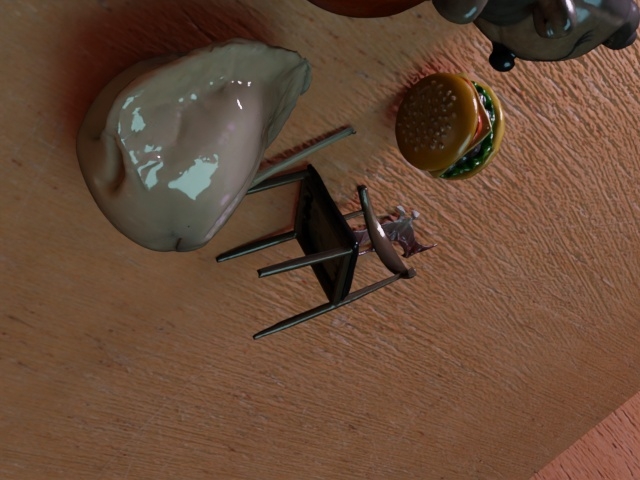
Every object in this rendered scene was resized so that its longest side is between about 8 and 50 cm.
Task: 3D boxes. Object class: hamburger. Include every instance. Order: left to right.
[{"bbox_3d":[0.188,-0.167,1.812,0.115,0.162,0.162,13,125,-47],"label":"hamburger"}]

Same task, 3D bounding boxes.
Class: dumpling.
[{"bbox_3d":[-0.138,-0.118,1.539,0.315,0.233,0.395,-28,161,-14],"label":"dumpling"}]

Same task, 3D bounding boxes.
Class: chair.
[{"bbox_3d":[0.000,0.000,1.843,0.272,0.188,0.166,-16,144,-20],"label":"chair"}]

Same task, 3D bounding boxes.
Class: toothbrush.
[{"bbox_3d":[-0.076,-0.099,1.784,0.294,0.028,0.026,-23,167,-15],"label":"toothbrush"}]

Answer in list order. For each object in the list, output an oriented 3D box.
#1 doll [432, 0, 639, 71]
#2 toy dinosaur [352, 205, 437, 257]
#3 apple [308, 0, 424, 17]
[{"bbox_3d":[0.306,-0.387,1.555,0.382,0.252,0.378,4,132,-52],"label":"doll"},{"bbox_3d":[0.115,-0.009,2.063,0.220,0.032,0.108,12,130,-36],"label":"toy dinosaur"},{"bbox_3d":[0.040,-0.357,1.377,0.234,0.234,0.234,-23,145,-17],"label":"apple"}]
